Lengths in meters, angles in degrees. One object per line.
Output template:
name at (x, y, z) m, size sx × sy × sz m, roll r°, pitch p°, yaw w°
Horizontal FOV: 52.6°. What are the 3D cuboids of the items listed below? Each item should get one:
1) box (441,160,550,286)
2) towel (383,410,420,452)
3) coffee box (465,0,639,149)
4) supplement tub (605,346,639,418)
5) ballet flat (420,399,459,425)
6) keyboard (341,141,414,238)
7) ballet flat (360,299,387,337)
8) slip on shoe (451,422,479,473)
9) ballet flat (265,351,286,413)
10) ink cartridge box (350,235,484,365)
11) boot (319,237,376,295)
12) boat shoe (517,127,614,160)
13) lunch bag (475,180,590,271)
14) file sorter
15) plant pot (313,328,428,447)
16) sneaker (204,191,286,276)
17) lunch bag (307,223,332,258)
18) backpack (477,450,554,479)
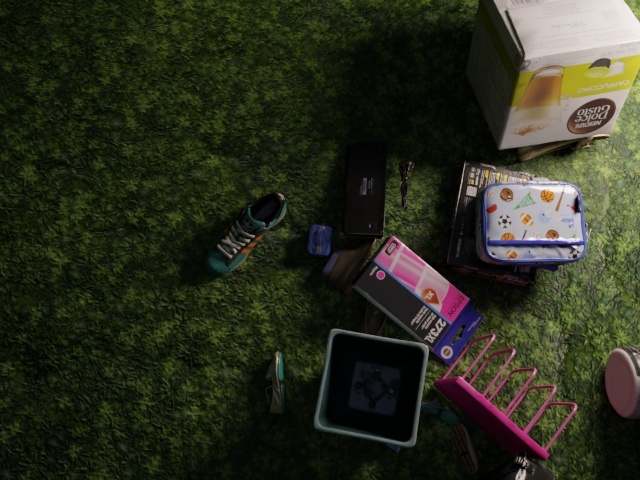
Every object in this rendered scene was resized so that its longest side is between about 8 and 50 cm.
box at (0.507, -0.050, 1.877) m, size 0.257 × 0.079 × 0.322 m, roll 12°, pitch 78°, yaw -1°
towel at (0.214, 0.516, 1.772) m, size 0.067 × 0.029 × 0.119 m, roll 35°, pitch 79°, yaw 6°
coffee box at (0.631, -0.500, 1.797) m, size 0.338 × 0.334 × 0.338 m, roll -9°, pitch 54°, yaw -3°
supplement tub at (0.956, 0.382, 1.742) m, size 0.316 × 0.193 × 0.193 m, roll 1°, pitch 78°, yaw -1°
ballet flat at (0.332, 0.467, 1.782) m, size 0.114 × 0.041 × 0.041 m, roll 24°, pitch 78°, yaw 7°
keyboard at (0.167, -0.149, 1.874) m, size 0.201 × 0.033 × 0.317 m, roll 2°, pitch 65°, yaw 6°
ballet flat at (0.157, 0.198, 1.822) m, size 0.084 × 0.058 × 0.250 m, roll 16°, pitch 78°, yaw 1°
slip on shoe at (0.398, 0.565, 1.764) m, size 0.051 × 0.041 × 0.135 m, roll -35°, pitch 62°, yaw 30°
ballet flat at (-0.127, 0.390, 1.775) m, size 0.052 × 0.057 × 0.168 m, roll -7°, pitch 78°, yaw 7°
ink cartridge box at (0.279, 0.169, 1.798) m, size 0.371 × 0.069 × 0.176 m, roll 40°, pitch 79°, yaw -7°
boot at (0.084, 0.037, 1.842) m, size 0.106 × 0.082 × 0.219 m, roll 25°, pitch 80°, yaw 1°
boat shoe at (0.727, -0.295, 1.930) m, size 0.285 × 0.104 × 0.089 m, roll -7°, pitch 83°, yaw 7°
lunch bag at (0.582, -0.038, 1.784) m, size 0.303 × 0.115 × 0.243 m, roll 1°, pitch 80°, yaw -1°
file sorter at (0.489, 0.408, 1.718) m, size 0.291 × 0.202 × 0.182 m, roll 41°, pitch 75°, yaw 5°
plant pot at (0.137, 0.382, 1.676) m, size 0.248 × 0.252 × 0.247 m, roll 8°, pitch 77°, yaw 9°
sneaker at (-0.217, -0.027, 1.824) m, size 0.108 × 0.121 × 0.302 m, roll 41°, pitch 80°, yaw 7°
lunch bag at (0.000, 0.000, 1.854) m, size 0.067 × 0.065 × 0.098 m, roll 7°, pitch 78°, yaw -1°
backpack at (0.471, 0.679, 1.632) m, size 0.191 × 0.253 × 0.225 m, roll 42°, pitch 45°, yaw 1°
